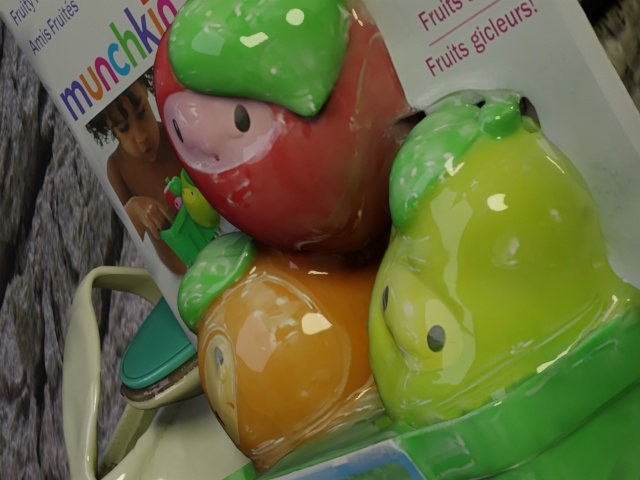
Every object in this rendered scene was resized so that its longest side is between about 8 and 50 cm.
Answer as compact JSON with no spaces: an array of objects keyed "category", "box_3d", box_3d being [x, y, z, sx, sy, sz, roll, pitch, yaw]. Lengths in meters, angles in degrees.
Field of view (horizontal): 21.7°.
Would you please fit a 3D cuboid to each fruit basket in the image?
[{"category":"fruit basket","box_3d":[0.006,0.002,0.639,0.353,0.165,0.327,56,146,-4]}]

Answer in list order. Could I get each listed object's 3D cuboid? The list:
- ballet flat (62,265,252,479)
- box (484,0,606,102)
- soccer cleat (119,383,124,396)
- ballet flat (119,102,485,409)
[{"category":"ballet flat","box_3d":[-0.065,0.016,0.936,0.139,0.139,0.400,126,159,-53]},{"category":"box","box_3d":[0.024,-0.153,0.764,0.153,0.207,0.108,130,141,-59]},{"category":"soccer cleat","box_3d":[-0.051,0.139,1.066,0.121,0.093,0.289,-50,40,20]},{"category":"ballet flat","box_3d":[0.000,0.000,0.845,0.248,0.086,0.086,-53,17,-13]}]
